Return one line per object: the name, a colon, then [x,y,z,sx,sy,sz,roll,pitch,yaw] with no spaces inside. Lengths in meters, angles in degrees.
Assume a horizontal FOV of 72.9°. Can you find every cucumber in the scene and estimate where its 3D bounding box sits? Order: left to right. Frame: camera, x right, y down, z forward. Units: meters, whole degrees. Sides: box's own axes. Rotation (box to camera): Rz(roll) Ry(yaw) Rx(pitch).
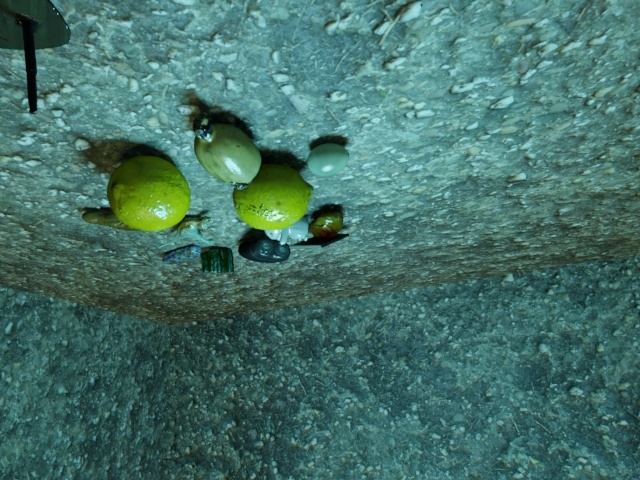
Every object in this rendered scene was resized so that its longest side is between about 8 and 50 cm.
cucumber: [-0.574,0.121,2.424,0.191,0.130,0.191,-3,170,-1]

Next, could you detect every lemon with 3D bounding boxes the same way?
lemon: [-0.607,-0.166,1.544,0.293,0.293,0.293,-3,158,-1]
lemon: [-0.179,-0.164,1.614,0.310,0.257,0.258,-5,158,1]

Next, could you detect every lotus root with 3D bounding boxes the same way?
lotus root: [-0.314,-0.293,1.393,0.183,0.182,0.310,-12,153,21]

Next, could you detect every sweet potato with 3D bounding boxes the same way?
sweet potato: [-0.859,-0.090,1.912,0.355,0.095,0.106,-4,117,-5]

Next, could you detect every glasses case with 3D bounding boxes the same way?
glasses case: [-0.769,0.084,2.397,0.248,0.065,0.087,-17,161,25]

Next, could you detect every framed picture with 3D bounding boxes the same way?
framed picture: [0.000,0.001,2.139,0.192,0.018,0.265,-2,-168,36]

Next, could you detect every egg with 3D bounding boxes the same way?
egg: [0.027,-0.285,1.525,0.152,0.114,0.114,-12,157,14]

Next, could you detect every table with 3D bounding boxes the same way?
table: [-0.724,-0.416,0.921,0.317,0.249,0.317,-2,158,-1]

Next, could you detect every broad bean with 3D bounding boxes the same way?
broad bean: [0.027,-0.078,2.027,0.156,0.122,0.228,0,160,-10]

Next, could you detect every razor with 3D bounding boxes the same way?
razor: [-0.294,0.057,2.220,0.204,0.113,0.349,12,170,-25]

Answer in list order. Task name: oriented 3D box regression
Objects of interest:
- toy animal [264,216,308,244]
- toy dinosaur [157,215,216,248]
toy animal: [-0.196,-0.051,2.032,0.283,0.138,0.140,-2,-178,-15]
toy dinosaur: [-0.628,-0.038,2.083,0.393,0.092,0.205,-11,157,21]
